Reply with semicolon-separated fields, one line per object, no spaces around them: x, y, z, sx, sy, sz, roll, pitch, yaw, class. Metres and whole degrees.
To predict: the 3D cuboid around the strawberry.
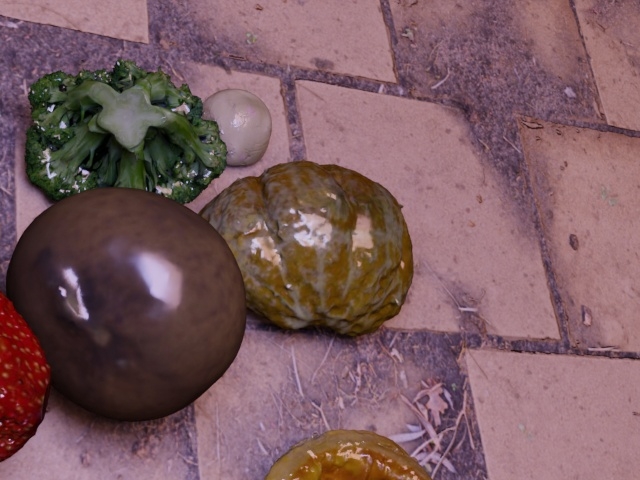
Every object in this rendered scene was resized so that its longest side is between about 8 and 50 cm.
-0.459;0.149;1.418;0.288;0.250;0.239;13;49;9;strawberry

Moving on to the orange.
0.000;0.000;1.819;0.368;0.210;0.271;6;59;-31;orange

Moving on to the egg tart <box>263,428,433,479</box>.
0.047;0.430;1.645;0.341;0.132;0.341;16;57;-25;egg tart

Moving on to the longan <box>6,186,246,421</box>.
-0.253;0.080;1.558;0.319;0.319;0.319;15;57;-24;longan

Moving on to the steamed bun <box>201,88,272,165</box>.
-0.131;-0.191;1.919;0.112;0.091;0.130;-7;67;-35;steamed bun

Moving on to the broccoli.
-0.280;-0.147;1.718;0.294;0.245;0.265;7;77;0;broccoli
